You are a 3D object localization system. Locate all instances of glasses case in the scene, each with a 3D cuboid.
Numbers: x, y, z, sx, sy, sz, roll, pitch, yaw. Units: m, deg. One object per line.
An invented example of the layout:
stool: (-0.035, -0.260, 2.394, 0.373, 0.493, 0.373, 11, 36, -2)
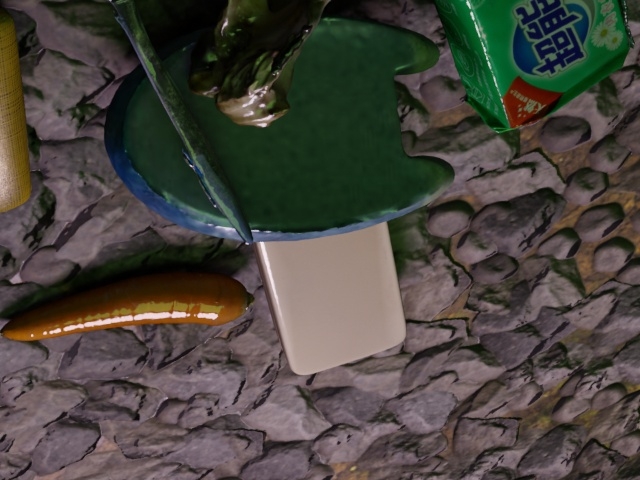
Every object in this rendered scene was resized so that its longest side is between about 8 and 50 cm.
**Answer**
glasses case: (-0.312, -0.117, 1.681, 0.079, 0.064, 0.234, -11, 136, -14)
glasses case: (0.000, 0.000, 1.916, 0.144, 0.076, 0.336, -17, 137, -5)

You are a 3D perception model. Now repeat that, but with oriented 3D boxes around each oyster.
oyster: (-0.008, -0.252, 1.582, 0.337, 0.198, 0.133, -68, 166, 11)

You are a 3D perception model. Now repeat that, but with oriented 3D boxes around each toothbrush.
toothbrush: (-0.156, -0.169, 1.590, 0.042, 0.035, 0.413, -27, 109, 1)

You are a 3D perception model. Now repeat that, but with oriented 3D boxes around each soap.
soap: (0.184, -0.244, 1.718, 0.218, 0.098, 0.273, -33, 136, -7)

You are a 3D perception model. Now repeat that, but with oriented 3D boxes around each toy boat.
toy boat: (-0.042, -0.105, 1.733, 0.330, 0.123, 0.215, -9, 91, -11)

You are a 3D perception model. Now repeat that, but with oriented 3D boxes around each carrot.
carrot: (-0.202, 0.068, 1.921, 0.271, 0.066, 0.062, -5, 91, -14)
